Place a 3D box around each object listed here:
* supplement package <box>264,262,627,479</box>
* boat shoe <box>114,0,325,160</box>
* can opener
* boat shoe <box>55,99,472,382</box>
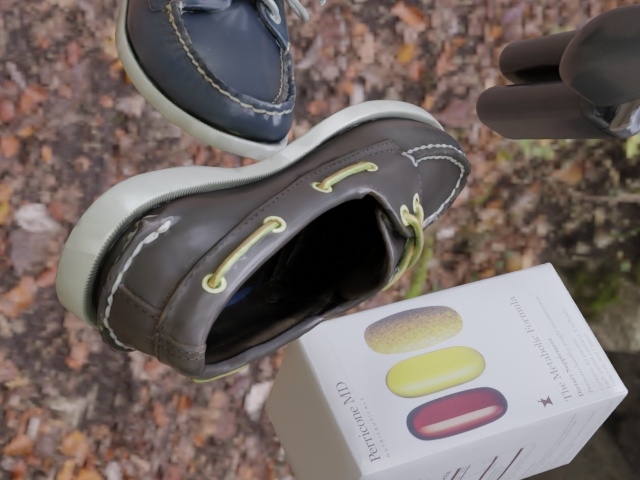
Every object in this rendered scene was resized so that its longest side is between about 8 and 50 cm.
[{"bbox_3d":[0.098,0.132,1.052,0.244,0.139,0.134,-14,149,-24],"label":"supplement package"},{"bbox_3d":[-0.057,-0.134,0.707,0.095,0.254,0.079,22,117,-25],"label":"boat shoe"},{"bbox_3d":[0.161,-0.110,0.779,0.095,0.283,0.076,29,84,-19],"label":"can opener"},{"bbox_3d":[0.000,0.000,0.523,0.228,0.069,0.081,-22,138,-47],"label":"boat shoe"}]
